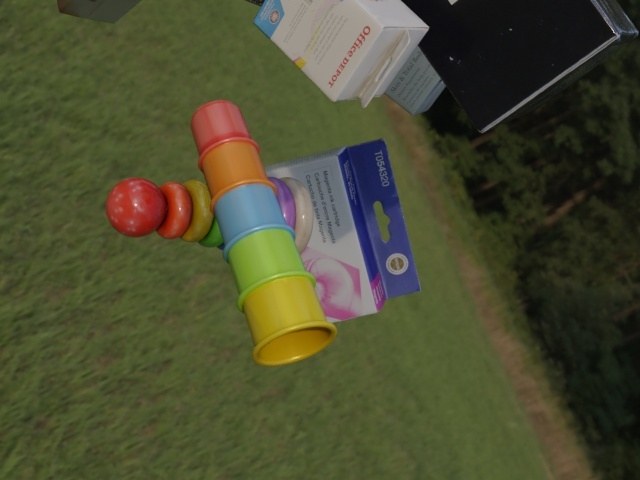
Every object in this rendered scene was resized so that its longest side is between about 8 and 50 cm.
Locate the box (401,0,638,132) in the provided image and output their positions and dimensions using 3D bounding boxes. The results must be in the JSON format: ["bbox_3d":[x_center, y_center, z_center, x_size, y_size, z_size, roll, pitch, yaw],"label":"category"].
[{"bbox_3d":[0.192,-0.322,1.146,0.343,0.179,0.312,56,25,3],"label":"box"}]

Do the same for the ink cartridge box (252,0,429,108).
[{"bbox_3d":[0.025,-0.204,0.957,0.143,0.092,0.090,48,33,18],"label":"ink cartridge box"}]

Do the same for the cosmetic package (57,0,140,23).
[{"bbox_3d":[-0.380,-0.544,1.855,0.129,0.296,0.153,2,72,-41],"label":"cosmetic package"}]

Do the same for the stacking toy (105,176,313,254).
[{"bbox_3d":[-0.179,-0.044,1.532,0.330,0.141,0.141,5,50,-36],"label":"stacking toy"}]

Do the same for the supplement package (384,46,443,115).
[{"bbox_3d":[0.141,-0.393,1.834,0.263,0.199,0.198,38,17,5],"label":"supplement package"}]

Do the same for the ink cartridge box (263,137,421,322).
[{"bbox_3d":[0.000,0.000,1.871,0.071,0.330,0.324,-85,160,-72],"label":"ink cartridge box"}]

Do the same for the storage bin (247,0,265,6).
[{"bbox_3d":[-0.038,-0.443,1.638,0.180,0.084,0.122,19,53,-14],"label":"storage bin"}]

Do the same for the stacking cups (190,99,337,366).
[{"bbox_3d":[-0.071,-0.022,1.099,0.096,0.096,0.316,48,21,-62],"label":"stacking cups"}]
